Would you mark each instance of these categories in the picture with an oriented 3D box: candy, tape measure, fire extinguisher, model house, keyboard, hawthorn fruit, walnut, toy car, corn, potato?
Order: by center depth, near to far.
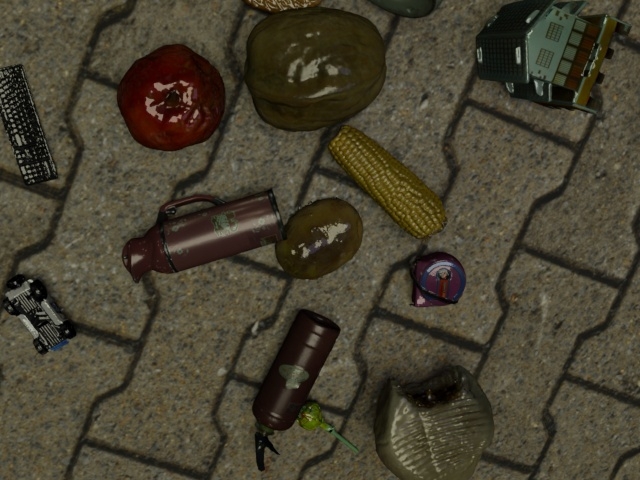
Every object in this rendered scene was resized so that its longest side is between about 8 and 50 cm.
[{"bbox_3d":[-0.274,-0.258,1.333,0.207,0.243,0.207,-2,101,-10],"label":"hawthorn fruit"},{"bbox_3d":[-0.009,-0.325,1.364,0.283,0.283,0.227,-12,133,-6],"label":"walnut"},{"bbox_3d":[-0.582,-0.223,1.406,0.072,0.023,0.231,-15,104,-3],"label":"keyboard"},{"bbox_3d":[0.448,-0.375,1.436,0.215,0.224,0.198,17,101,-16],"label":"model house"},{"bbox_3d":[-0.572,0.145,1.461,0.080,0.070,0.170,-31,107,-1],"label":"toy car"},{"bbox_3d":[0.143,-0.122,1.500,0.305,0.106,0.106,43,93,-12],"label":"corn"},{"bbox_3d":[0.000,0.000,1.517,0.200,0.081,0.164,-37,104,-2],"label":"potato"},{"bbox_3d":[-0.067,0.327,1.546,0.102,0.138,0.344,22,97,-34],"label":"fire extinguisher"},{"bbox_3d":[0.254,0.085,1.577,0.125,0.074,0.118,1,108,-4],"label":"tape measure"},{"bbox_3d":[0.021,0.431,1.634,0.194,0.058,0.062,42,61,-24],"label":"candy"}]

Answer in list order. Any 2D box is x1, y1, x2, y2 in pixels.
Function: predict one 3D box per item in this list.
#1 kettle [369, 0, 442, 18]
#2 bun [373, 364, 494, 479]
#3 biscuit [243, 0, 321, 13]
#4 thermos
[{"bbox_3d":[0.171,-0.645,1.341,0.319,0.247,0.342,33,82,8],"label":"kettle"},{"bbox_3d":[0.239,0.409,1.582,0.282,0.205,0.281,0,88,-11],"label":"bun"},{"bbox_3d":[-0.080,-0.567,1.402,0.254,0.035,0.254,-2,103,-10],"label":"biscuit"},{"bbox_3d":[-0.244,-0.019,1.454,0.330,0.109,0.136,-17,104,-2],"label":"thermos"}]
